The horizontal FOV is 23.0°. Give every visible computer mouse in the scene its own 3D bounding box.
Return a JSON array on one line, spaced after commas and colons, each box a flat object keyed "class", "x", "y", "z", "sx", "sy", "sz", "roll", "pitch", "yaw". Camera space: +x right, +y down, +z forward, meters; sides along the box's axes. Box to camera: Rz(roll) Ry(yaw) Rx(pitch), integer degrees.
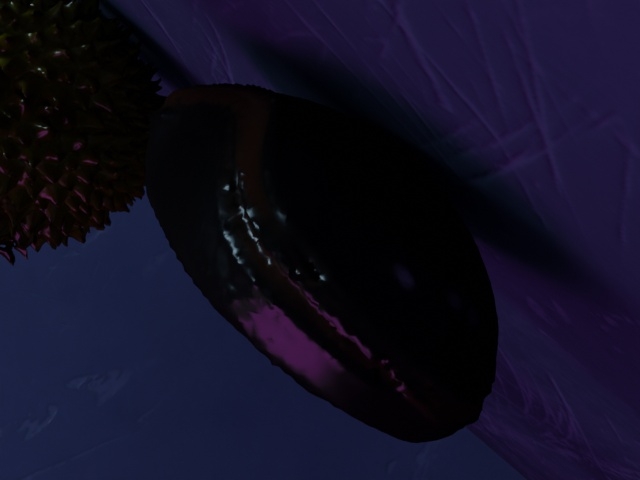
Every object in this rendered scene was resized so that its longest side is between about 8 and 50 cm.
[{"class": "computer mouse", "x": 0.004, "y": -0.004, "z": 0.837, "sx": 0.183, "sy": 0.116, "sz": 0.323, "roll": 41, "pitch": -177, "yaw": -23}]

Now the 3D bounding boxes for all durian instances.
[{"class": "durian", "x": -0.260, "y": -0.115, "z": 1.282, "sx": 0.258, "sy": 0.258, "sz": 0.293, "roll": 36, "pitch": 163, "yaw": 47}]
